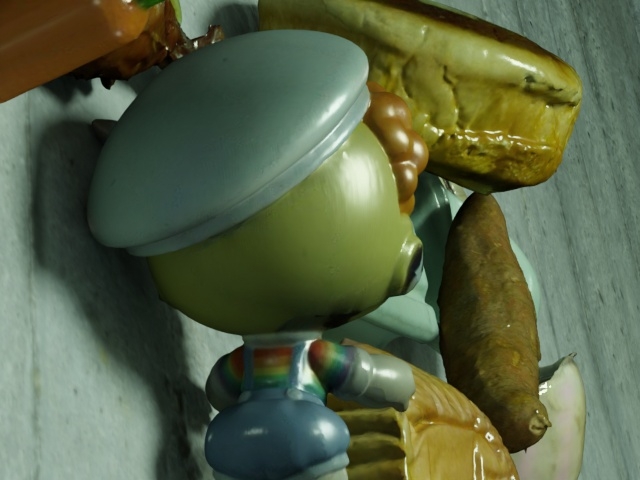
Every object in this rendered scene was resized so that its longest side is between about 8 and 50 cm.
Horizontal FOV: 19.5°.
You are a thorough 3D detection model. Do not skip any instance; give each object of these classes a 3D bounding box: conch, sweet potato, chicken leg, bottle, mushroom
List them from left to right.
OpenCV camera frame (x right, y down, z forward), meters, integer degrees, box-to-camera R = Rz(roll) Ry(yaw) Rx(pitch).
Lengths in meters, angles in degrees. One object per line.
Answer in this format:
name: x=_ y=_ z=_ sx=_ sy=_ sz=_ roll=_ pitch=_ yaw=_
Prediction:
bottle: x=-0.141 y=-0.150 z=1.163 sx=0.069 sy=0.187 sz=0.069 roll=57 pitch=20 yaw=-34
chicken leg: x=-0.126 y=-0.151 z=1.345 sx=0.304 sy=0.093 sz=0.113 roll=24 pitch=84 yaw=-65
conch: x=0.116 y=0.034 z=1.772 sx=0.221 sy=0.121 sz=0.185 roll=41 pitch=22 yaw=-26
sweet potato: x=0.151 y=0.086 z=1.626 sx=0.341 sy=0.092 sz=0.114 roll=-92 pitch=-171 yaw=-55
mushroom: x=0.186 y=0.210 z=1.724 sx=0.173 sy=0.162 sz=0.236 roll=68 pitch=21 yaw=2

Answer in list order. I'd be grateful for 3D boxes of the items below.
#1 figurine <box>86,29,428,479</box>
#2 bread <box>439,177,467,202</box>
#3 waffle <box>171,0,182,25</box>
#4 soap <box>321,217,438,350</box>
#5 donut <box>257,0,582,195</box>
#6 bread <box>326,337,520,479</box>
figurine: x=-0.021 y=0.047 z=1.235 sx=0.205 sy=0.224 sz=0.382 roll=0 pitch=71 yaw=-66
bread: x=0.147 y=0.001 z=2.003 sx=0.073 sy=0.053 sz=0.214 roll=4 pitch=67 yaw=-65
waffle: x=-0.171 y=-0.267 z=1.407 sx=0.223 sy=0.054 sz=0.204 roll=39 pitch=36 yaw=-58
soap: x=0.000 y=0.000 z=1.544 sx=0.265 sy=0.087 sz=0.160 roll=26 pitch=48 yaw=-63
donut: x=0.086 y=-0.134 z=1.665 sx=0.330 sy=0.330 sz=0.160 roll=-8 pitch=109 yaw=-71
bread: x=0.057 y=0.198 z=1.413 sx=0.274 sy=0.149 sz=0.274 roll=45 pitch=37 yaw=-49
